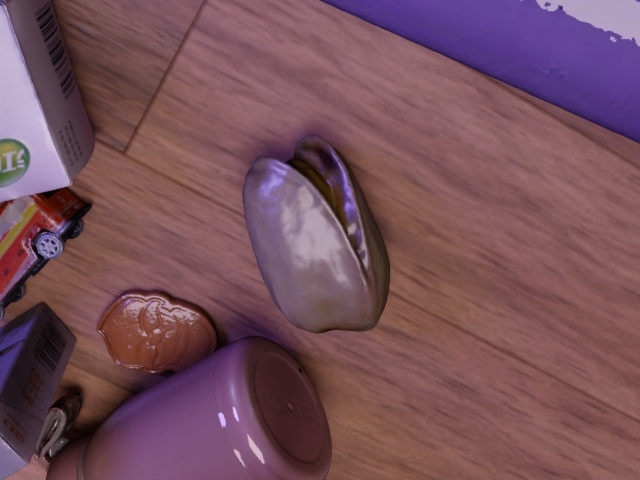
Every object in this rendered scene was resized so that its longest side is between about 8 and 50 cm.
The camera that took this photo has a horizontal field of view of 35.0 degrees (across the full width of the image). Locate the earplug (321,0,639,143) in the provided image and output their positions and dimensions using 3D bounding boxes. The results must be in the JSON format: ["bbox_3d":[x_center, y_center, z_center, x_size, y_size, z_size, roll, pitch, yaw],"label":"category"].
[{"bbox_3d":[0.171,-0.236,0.872,0.455,0.215,0.215,19,112,-6],"label":"earplug"}]

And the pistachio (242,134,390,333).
[{"bbox_3d":[0.000,0.000,1.004,0.129,0.131,0.206,-35,118,-33],"label":"pistachio"}]

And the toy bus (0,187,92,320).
[{"bbox_3d":[-0.314,0.014,1.030,0.077,0.079,0.174,43,107,-9],"label":"toy bus"}]

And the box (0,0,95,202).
[{"bbox_3d":[-0.395,-0.112,0.930,0.332,0.145,0.173,-13,112,3],"label":"box"}]

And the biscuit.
[{"bbox_3d":[-0.177,0.104,1.103,0.130,0.019,0.102,17,112,-9],"label":"biscuit"}]

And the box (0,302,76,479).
[{"bbox_3d":[-0.339,0.170,1.009,0.149,0.233,0.067,-34,110,12],"label":"box"}]

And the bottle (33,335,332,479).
[{"bbox_3d":[-0.158,0.219,1.078,0.296,0.173,0.206,-29,94,23],"label":"bottle"}]
